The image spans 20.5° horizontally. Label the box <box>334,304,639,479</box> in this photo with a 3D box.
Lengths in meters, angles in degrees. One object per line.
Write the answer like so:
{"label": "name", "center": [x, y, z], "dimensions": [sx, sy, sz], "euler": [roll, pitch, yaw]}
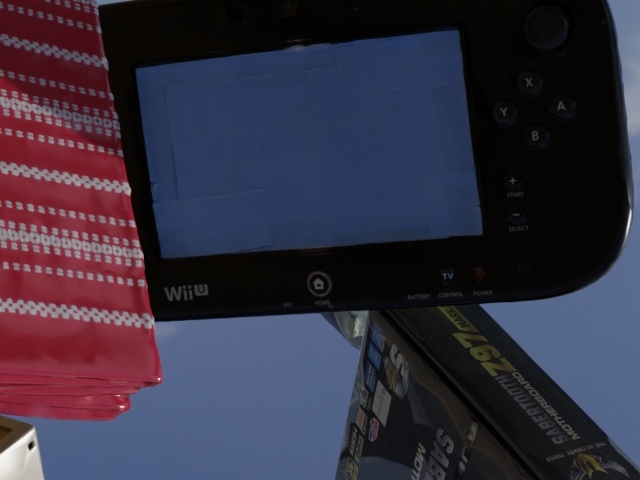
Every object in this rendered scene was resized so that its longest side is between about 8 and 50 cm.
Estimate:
{"label": "box", "center": [0.077, 0.165, 0.950], "dimensions": [0.059, 0.233, 0.183], "euler": [-13, -139, -29]}

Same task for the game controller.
{"label": "game controller", "center": [-0.004, -0.047, 0.879], "dimensions": [0.319, 0.166, 0.067], "euler": [-4, 179, 24]}

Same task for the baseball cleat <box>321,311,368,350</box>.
{"label": "baseball cleat", "center": [0.000, 0.000, 1.124], "dimensions": [0.072, 0.206, 0.109], "euler": [-45, -145, 8]}

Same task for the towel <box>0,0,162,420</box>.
{"label": "towel", "center": [-0.165, -0.064, 0.703], "dimensions": [0.031, 0.199, 0.275], "euler": [-28, -115, 40]}

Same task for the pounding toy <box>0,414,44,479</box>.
{"label": "pounding toy", "center": [-0.279, 0.154, 1.159], "dimensions": [0.141, 0.100, 0.130], "euler": [13, -148, 28]}
